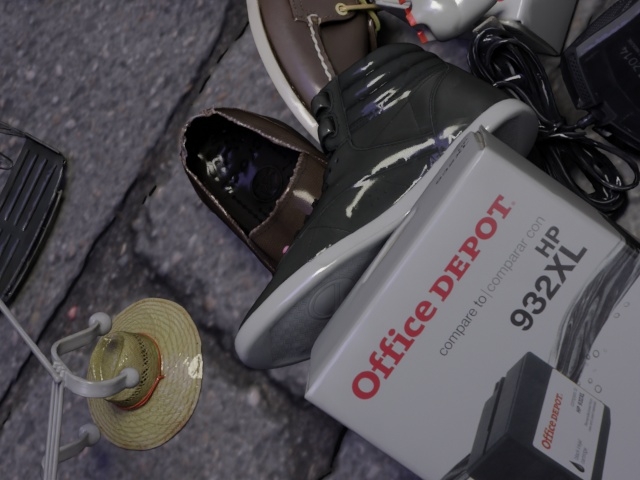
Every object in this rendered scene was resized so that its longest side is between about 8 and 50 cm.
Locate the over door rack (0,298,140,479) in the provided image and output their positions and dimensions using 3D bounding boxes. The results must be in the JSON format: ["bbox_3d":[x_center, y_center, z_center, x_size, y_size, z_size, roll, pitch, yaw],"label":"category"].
[{"bbox_3d":[-0.270,0.165,1.597,0.324,0.108,0.239,28,116,46],"label":"over door rack"}]

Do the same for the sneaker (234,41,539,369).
[{"bbox_3d":[0.022,-0.034,1.390,0.296,0.104,0.147,-44,56,-1],"label":"sneaker"}]

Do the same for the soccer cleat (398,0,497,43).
[{"bbox_3d":[0.081,-0.248,1.444,0.076,0.068,0.196,-28,65,8],"label":"soccer cleat"}]

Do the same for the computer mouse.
[{"bbox_3d":[0.268,-0.153,1.386,0.272,0.072,0.188,-32,99,23],"label":"computer mouse"}]

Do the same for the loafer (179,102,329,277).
[{"bbox_3d":[0.000,0.000,1.493,0.366,0.130,0.133,33,96,33],"label":"loafer"}]

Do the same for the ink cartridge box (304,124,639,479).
[{"bbox_3d":[0.173,0.098,1.271,0.307,0.129,0.223,35,99,-4],"label":"ink cartridge box"}]

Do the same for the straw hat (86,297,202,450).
[{"bbox_3d":[-0.179,0.118,1.615,0.144,0.061,0.144,-8,73,29],"label":"straw hat"}]

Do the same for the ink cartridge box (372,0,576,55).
[{"bbox_3d":[0.151,-0.278,1.496,0.154,0.093,0.212,14,84,35],"label":"ink cartridge box"}]

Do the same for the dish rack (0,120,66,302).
[{"bbox_3d":[-0.386,-0.050,1.779,0.271,0.074,0.208,27,93,34],"label":"dish rack"}]

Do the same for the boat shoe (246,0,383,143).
[{"bbox_3d":[-0.002,-0.210,1.550,0.097,0.116,0.324,-33,50,19],"label":"boat shoe"}]
